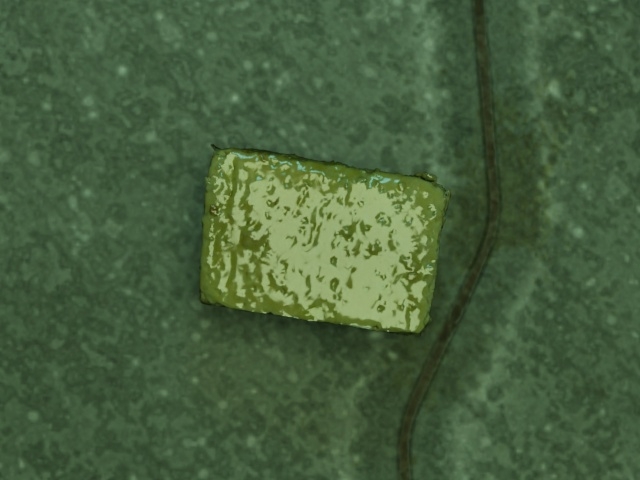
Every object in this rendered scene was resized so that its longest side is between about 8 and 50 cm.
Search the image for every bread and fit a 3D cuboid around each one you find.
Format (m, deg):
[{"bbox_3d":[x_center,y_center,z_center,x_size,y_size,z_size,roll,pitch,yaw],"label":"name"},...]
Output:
[{"bbox_3d":[0.000,0.000,1.314,0.196,0.102,0.138,8,84,-4],"label":"bread"}]
